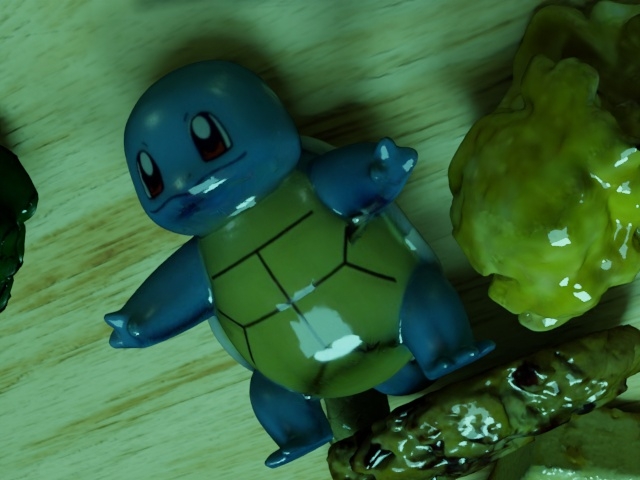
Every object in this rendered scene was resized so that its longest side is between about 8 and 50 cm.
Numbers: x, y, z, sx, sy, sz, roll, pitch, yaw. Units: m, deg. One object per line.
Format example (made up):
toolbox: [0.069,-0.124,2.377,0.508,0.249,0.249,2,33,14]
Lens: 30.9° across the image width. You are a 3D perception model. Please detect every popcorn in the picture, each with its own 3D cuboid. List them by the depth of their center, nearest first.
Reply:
popcorn: [0.211,-0.059,0.910,0.190,0.191,0.253,15,123,-33]

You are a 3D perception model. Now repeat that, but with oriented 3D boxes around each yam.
yam: [0.052,0.249,1.333,0.083,0.083,0.371,-4,135,10]

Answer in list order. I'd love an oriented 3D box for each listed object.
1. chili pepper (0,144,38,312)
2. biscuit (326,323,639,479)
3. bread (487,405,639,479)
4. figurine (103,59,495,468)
chili pepper: [-0.385,-0.032,1.025,0.261,0.165,0.174,22,146,-14]
biscuit: [0.166,0.175,1.128,0.334,0.081,0.289,-30,165,26]
bread: [0.285,0.299,1.336,0.185,0.114,0.274,6,138,-6]
figurine: [0.004,0.032,0.988,0.298,0.243,0.416,-29,127,26]
